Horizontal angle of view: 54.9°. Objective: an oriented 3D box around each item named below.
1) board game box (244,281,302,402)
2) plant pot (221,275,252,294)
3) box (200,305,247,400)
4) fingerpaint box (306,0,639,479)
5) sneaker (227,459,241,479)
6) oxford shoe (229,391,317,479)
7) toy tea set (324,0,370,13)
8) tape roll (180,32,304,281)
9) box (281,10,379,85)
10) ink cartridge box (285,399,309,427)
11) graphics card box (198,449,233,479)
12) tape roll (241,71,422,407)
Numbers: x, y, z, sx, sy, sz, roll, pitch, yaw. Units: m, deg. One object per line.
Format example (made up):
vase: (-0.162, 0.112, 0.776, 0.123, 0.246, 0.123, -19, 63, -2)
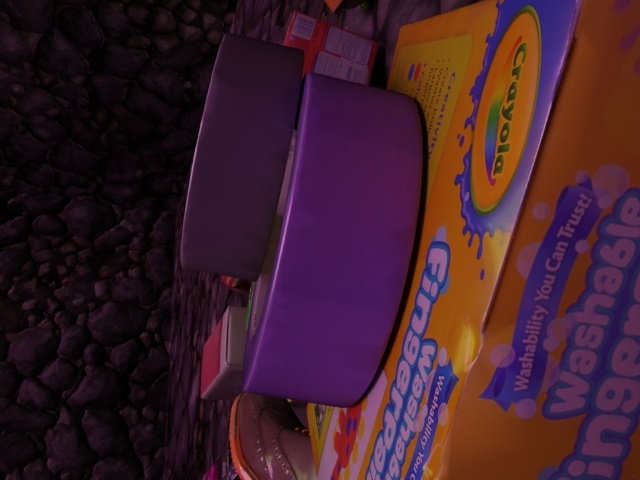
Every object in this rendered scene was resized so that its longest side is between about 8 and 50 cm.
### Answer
board game box: (-0.057, 0.108, 0.861, 0.259, 0.039, 0.124, -145, 65, -63)
plant pot: (-0.116, 0.004, 1.236, 0.191, 0.191, 0.174, 127, 137, -53)
box: (-0.152, 0.243, 1.283, 0.232, 0.149, 0.126, 128, 146, -53)
fingerpaint box: (0.125, 0.056, 0.501, 0.371, 0.163, 0.444, -111, 33, -74)
sneaker: (-0.115, 0.430, 1.178, 0.226, 0.086, 0.163, -116, 48, -73)
oxford shoe: (-0.004, 0.274, 0.739, 0.132, 0.130, 0.364, -60, 36, 11)
toy tea set: (0.088, -0.436, 0.956, 0.200, 0.124, 0.336, -44, 6, 5)
tape roll: (-0.073, -0.074, 0.573, 0.219, 0.072, 0.219, -169, 90, -83)
box: (-0.022, -0.193, 1.005, 0.142, 0.154, 0.299, 132, 152, -68)
ink cartridge box: (0.002, 0.119, 0.936, 0.307, 0.129, 0.223, 119, 150, -44)
graphics card box: (-0.209, 0.627, 1.376, 0.371, 0.094, 0.232, 127, 146, -51)
tape roll: (0.000, 0.000, 0.537, 0.275, 0.090, 0.274, -169, 90, -82)
